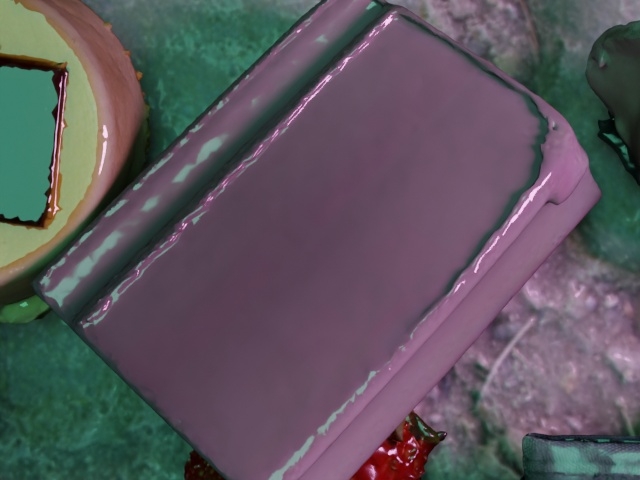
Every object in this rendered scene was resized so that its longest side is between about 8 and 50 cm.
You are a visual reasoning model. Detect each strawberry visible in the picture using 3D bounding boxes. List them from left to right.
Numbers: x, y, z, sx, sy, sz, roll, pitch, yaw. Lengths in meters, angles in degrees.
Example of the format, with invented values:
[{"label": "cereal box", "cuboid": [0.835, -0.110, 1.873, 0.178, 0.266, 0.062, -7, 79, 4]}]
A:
[{"label": "strawberry", "cuboid": [-0.016, 0.183, 1.013, 0.167, 0.087, 0.208, 40, 91, 12]}]

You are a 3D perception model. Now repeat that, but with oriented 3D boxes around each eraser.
[{"label": "eraser", "cuboid": [0.000, 0.000, 0.971, 0.359, 0.122, 0.272, -46, 61, -9]}]

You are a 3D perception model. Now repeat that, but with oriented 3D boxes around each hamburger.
[{"label": "hamburger", "cuboid": [-0.288, -0.083, 1.048, 0.302, 0.170, 0.302, 0, 89, 0]}]

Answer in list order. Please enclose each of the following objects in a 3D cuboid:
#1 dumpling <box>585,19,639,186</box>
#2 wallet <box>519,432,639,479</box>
[{"label": "dumpling", "cuboid": [0.325, -0.064, 0.934, 0.293, 0.204, 0.163, 30, 99, 4]}, {"label": "wallet", "cuboid": [0.259, 0.312, 0.906, 0.237, 0.075, 0.342, 0, 97, 19]}]
